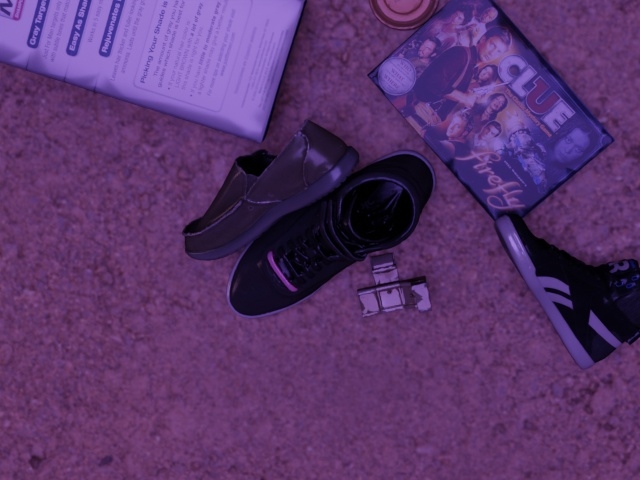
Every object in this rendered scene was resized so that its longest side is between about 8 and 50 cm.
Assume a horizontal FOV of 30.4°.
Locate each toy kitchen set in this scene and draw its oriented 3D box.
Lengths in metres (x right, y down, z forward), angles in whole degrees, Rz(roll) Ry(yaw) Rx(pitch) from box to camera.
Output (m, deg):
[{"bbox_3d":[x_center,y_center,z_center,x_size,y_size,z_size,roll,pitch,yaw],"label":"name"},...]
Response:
[{"bbox_3d":[0.083,0.052,1.378,0.083,0.075,0.068,-12,94,4],"label":"toy kitchen set"}]

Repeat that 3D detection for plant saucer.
[{"bbox_3d":[0.097,-0.286,1.365,0.084,0.013,0.083,1,97,8],"label":"plant saucer"}]

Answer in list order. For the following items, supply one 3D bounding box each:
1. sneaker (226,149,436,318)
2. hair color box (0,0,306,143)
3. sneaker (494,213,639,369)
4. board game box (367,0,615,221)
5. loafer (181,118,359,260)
[{"bbox_3d":[0.000,-0.001,1.347,0.296,0.147,0.104,-35,93,11],"label":"sneaker"},{"bbox_3d":[-0.205,-0.246,1.340,0.347,0.105,0.173,17,101,-4],"label":"hair color box"},{"bbox_3d":[0.296,0.033,1.342,0.121,0.079,0.217,-32,111,6],"label":"sneaker"},{"bbox_3d":[0.195,-0.154,1.355,0.165,0.042,0.243,-42,91,10],"label":"board game box"},{"bbox_3d":[-0.071,-0.062,1.351,0.251,0.094,0.087,-31,104,27],"label":"loafer"}]
